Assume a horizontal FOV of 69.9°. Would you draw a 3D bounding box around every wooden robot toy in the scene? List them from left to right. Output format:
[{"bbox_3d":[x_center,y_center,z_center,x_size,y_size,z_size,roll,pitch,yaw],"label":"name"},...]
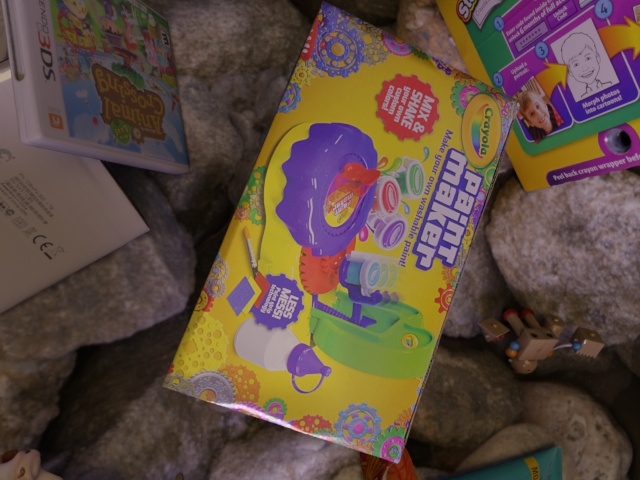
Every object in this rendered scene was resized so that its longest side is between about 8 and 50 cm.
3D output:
[{"bbox_3d":[0.288,0.146,0.631,0.174,0.076,0.078,4,121,-13],"label":"wooden robot toy"}]

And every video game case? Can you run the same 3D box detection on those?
[{"bbox_3d":[-0.211,-0.173,0.459,0.023,0.212,0.193,-9,89,17],"label":"video game case"}]

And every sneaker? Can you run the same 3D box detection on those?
[{"bbox_3d":[0.091,0.293,0.576,0.068,0.064,0.174,-4,93,-33],"label":"sneaker"}]

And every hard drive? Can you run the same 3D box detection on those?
[{"bbox_3d":[-0.361,-0.008,0.432,0.319,0.040,0.210,-32,136,-13],"label":"hard drive"}]

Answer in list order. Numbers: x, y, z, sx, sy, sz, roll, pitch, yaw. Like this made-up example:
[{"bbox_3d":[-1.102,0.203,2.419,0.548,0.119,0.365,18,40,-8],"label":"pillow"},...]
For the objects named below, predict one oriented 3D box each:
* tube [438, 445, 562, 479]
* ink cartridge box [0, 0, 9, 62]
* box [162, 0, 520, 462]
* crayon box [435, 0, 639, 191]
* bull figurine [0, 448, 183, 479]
[{"bbox_3d":[0.240,0.331,0.609,0.207,0.052,0.080,-3,97,-19],"label":"tube"},{"bbox_3d":[-0.403,-0.215,0.462,0.189,0.066,0.232,-2,49,-18],"label":"ink cartridge box"},{"bbox_3d":[0.000,0.000,0.452,0.177,0.279,0.289,23,82,-11],"label":"box"},{"bbox_3d":[0.308,-0.238,0.492,0.106,0.363,0.312,-26,93,-13],"label":"crayon box"},{"bbox_3d":[-0.238,0.340,0.463,0.189,0.101,0.309,-1,98,-13],"label":"bull figurine"}]
